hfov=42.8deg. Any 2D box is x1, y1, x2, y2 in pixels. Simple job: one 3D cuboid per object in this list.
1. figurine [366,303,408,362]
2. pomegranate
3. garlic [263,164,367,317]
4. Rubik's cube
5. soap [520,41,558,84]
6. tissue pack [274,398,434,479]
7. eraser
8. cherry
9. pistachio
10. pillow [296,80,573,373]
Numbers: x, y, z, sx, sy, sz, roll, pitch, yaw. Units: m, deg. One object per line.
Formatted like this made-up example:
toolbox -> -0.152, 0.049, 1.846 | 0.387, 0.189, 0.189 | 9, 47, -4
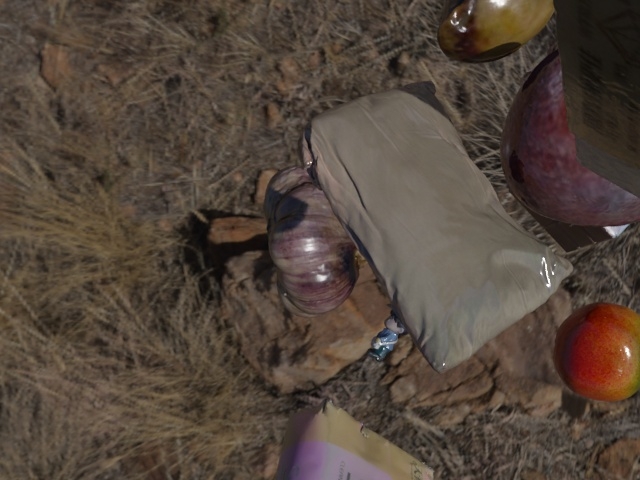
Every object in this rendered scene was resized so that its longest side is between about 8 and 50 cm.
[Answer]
figurine -> 0.155, 0.193, 1.699 | 0.079, 0.077, 0.136 | 23, 93, 3
pomegranate -> 0.648, 0.252, 1.811 | 0.256, 0.221, 0.221 | 16, 100, 30
garlic -> 0.000, 0.000, 1.251 | 0.160, 0.245, 0.245 | -7, 91, 7
Rubik's cube -> 0.596, -0.136, 1.818 | 0.231, 0.224, 0.221 | -43, 90, -13
soap -> 0.498, -0.265, 1.522 | 0.128, 0.359, 0.233 | -44, 90, 15
tissue pack -> 0.032, 0.358, 1.009 | 0.215, 0.257, 0.123 | 37, 128, -21
eraser -> 0.243, -0.118, 0.552 | 0.144, 0.343, 0.078 | 37, 85, 27
cherry -> 0.359, -0.124, 1.071 | 0.236, 0.213, 0.285 | -1, 128, -2
pistachio -> 0.252, -0.339, 1.194 | 0.130, 0.210, 0.165 | 39, 152, 45
pillow -> 0.096, -0.027, 0.712 | 0.270, 0.173, 0.067 | 58, 151, 25
